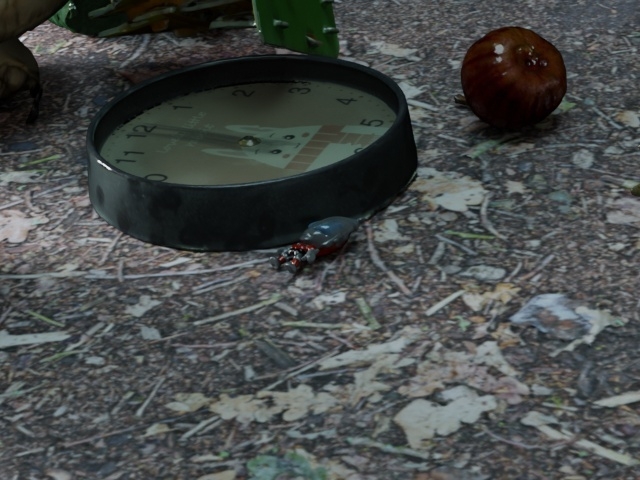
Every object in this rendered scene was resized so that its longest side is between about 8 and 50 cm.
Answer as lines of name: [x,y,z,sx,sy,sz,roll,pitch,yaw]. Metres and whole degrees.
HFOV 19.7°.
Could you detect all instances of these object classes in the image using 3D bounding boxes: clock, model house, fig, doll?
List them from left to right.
model house: [-0.171,-0.320,2.277,0.313,0.242,0.358,-11,1,16]
clock: [-0.081,-0.111,2.110,0.386,0.076,0.386,-4,28,2]
doll: [-0.001,-0.001,1.931,0.114,0.039,0.057,-32,-6,-26]
fig: [0.212,-0.183,2.160,0.150,0.128,0.128,-27,21,21]

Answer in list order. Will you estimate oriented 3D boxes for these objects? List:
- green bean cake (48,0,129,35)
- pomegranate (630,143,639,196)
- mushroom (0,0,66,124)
green bean cake: [-0.242,-0.390,2.574,0.308,0.169,0.300,-25,32,-31]
pomegranate: [0.402,-0.055,1.837,0.182,0.181,0.224,-15,7,-16]
mushroom: [-0.464,-0.263,2.315,0.362,0.294,0.362,-29,9,5]
